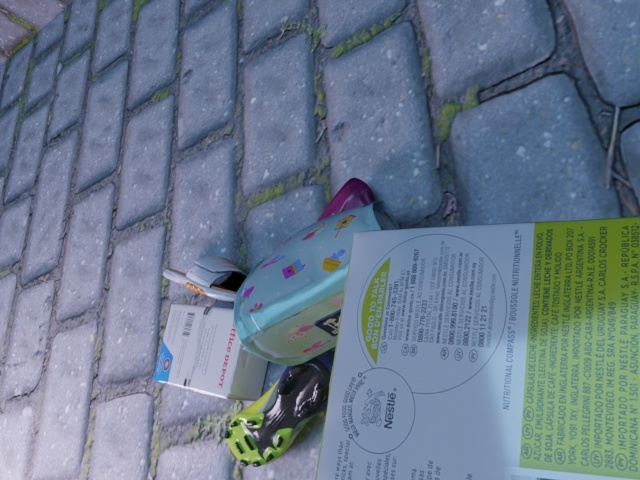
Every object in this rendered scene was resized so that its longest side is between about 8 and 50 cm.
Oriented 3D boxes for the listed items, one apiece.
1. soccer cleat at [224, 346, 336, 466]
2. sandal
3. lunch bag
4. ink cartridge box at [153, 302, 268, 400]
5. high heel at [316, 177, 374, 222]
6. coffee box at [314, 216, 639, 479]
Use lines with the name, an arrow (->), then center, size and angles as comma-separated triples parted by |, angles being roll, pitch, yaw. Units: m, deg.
soccer cleat -> -0.049, 0.260, 0.849 | 0.093, 0.121, 0.289 | 48, 123, 13
sandal -> -0.214, 0.063, 1.042 | 0.265, 0.102, 0.076 | 13, 83, 42
lunch bag -> 0.015, 0.055, 0.737 | 0.223, 0.262, 0.160 | -28, 93, 12
ink cartridge box -> -0.191, 0.198, 0.978 | 0.203, 0.086, 0.148 | 1, 73, 37
high heel -> 0.000, 0.000, 0.930 | 0.244, 0.082, 0.117 | -50, 32, 20
coffee box -> 0.224, 0.190, 0.496 | 0.334, 0.338, 0.338 | -3, 70, 36
